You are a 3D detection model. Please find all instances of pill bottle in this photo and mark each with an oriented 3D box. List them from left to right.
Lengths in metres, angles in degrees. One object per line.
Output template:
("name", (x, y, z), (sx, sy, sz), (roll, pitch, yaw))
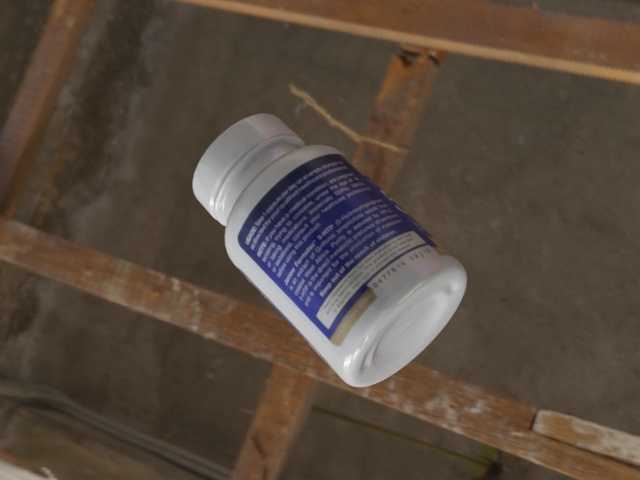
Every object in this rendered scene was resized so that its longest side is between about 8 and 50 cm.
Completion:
("pill bottle", (0.000, 0.000, 0.816), (0.112, 0.112, 0.186), (-49, -114, 8))
